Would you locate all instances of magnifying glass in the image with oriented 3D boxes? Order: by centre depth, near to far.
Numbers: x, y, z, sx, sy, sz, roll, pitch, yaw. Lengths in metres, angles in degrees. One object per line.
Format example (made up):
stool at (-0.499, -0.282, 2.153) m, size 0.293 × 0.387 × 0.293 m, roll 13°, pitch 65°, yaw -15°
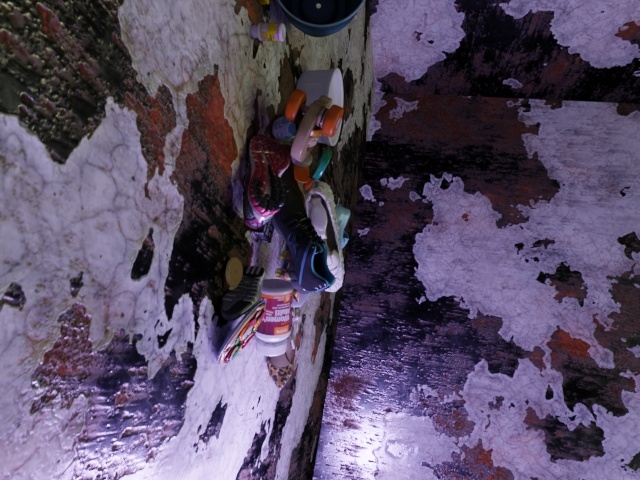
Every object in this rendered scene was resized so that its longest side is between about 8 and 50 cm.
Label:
magnifying glass at (-0.015, -0.206, 1.298) m, size 0.092 × 0.026 × 0.231 m, roll -67°, pitch -171°, yaw -19°

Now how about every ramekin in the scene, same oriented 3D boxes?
ramekin at (-0.005, -0.498, 1.597) m, size 0.277 × 0.135 × 0.278 m, roll 6°, pitch 90°, yaw -78°

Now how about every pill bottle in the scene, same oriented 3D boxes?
pill bottle at (-0.133, -0.532, 1.090) m, size 0.043 × 0.083 × 0.044 m, roll 7°, pitch 90°, yaw -78°
pill bottle at (-0.150, 0.242, 1.354) m, size 0.121 × 0.121 × 0.221 m, roll -41°, pitch 136°, yaw -73°

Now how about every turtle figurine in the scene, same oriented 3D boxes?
turtle figurine at (-0.076, 0.071, 1.450) m, size 0.217 × 0.087 × 0.270 m, roll 171°, pitch -76°, yaw -65°

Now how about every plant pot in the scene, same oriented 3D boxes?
plant pot at (0.000, -0.720, 1.237) m, size 0.255 × 0.271 × 0.272 m, roll -96°, pitch -169°, yaw -81°

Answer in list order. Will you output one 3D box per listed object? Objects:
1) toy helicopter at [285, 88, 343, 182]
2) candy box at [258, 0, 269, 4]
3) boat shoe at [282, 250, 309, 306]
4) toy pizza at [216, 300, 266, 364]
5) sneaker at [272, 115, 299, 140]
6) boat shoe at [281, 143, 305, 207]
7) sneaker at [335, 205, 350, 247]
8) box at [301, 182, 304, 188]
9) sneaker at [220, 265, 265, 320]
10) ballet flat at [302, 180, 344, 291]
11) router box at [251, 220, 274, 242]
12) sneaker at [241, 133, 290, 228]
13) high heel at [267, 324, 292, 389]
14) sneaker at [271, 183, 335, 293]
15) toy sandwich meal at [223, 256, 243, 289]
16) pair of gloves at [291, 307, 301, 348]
toy helicopter at (-0.016, -0.315, 1.275) m, size 0.355 × 0.140 × 0.235 m, roll -59°, pitch 171°, yaw -65°
candy box at (-0.164, -0.654, 1.014) m, size 0.206 × 0.027 × 0.105 m, roll -37°, pitch 130°, yaw -74°
boat shoe at (-0.088, 0.107, 1.618) m, size 0.105 × 0.113 × 0.307 m, roll 106°, pitch -17°, yaw -68°
toy pizza at (-0.200, 0.248, 1.132) m, size 0.201 × 0.032 × 0.201 m, roll -54°, pitch 172°, yaw -11°
sneaker at (-0.087, -0.375, 1.400) m, size 0.237 × 0.086 × 0.085 m, roll -63°, pitch 155°, yaw -63°
boat shoe at (-0.102, -0.170, 1.393) m, size 0.089 × 0.104 × 0.286 m, roll -105°, pitch -164°, yaw -72°
sneaker at (0.035, 0.025, 1.658) m, size 0.135 × 0.149 × 0.366 m, roll -106°, pitch -158°, yaw -46°
box at (-0.049, -0.147, 1.690) m, size 0.170 × 0.090 × 0.130 m, roll 62°, pitch 37°, yaw -71°
sneaker at (-0.202, 0.178, 1.170) m, size 0.229 × 0.086 × 0.132 m, roll -64°, pitch 160°, yaw -60°
ballet flat at (0.000, 0.000, 1.470) m, size 0.147 × 0.146 × 0.410 m, roll -47°, pitch 129°, yaw -70°
router box at (-0.167, -0.065, 1.304) m, size 0.092 × 0.038 × 0.123 m, roll 64°, pitch 35°, yaw -67°
sneaker at (-0.161, -0.170, 1.148) m, size 0.112 × 0.120 × 0.299 m, roll -46°, pitch -149°, yaw 43°
high heel at (-0.140, 0.372, 1.512) m, size 0.261 × 0.093 × 0.186 m, roll -95°, pitch -171°, yaw -56°
sneaker at (-0.043, -0.010, 1.278) m, size 0.125 × 0.139 × 0.341 m, roll -24°, pitch 99°, yaw -42°
toy sandwich meal at (-0.231, 0.085, 1.113) m, size 0.085 × 0.029 × 0.086 m, roll 0°, pitch 90°, yaw -69°
pair of gloves at (-0.103, 0.294, 1.729) m, size 0.204 × 0.042 × 0.240 m, roll -85°, pitch 175°, yaw -51°
